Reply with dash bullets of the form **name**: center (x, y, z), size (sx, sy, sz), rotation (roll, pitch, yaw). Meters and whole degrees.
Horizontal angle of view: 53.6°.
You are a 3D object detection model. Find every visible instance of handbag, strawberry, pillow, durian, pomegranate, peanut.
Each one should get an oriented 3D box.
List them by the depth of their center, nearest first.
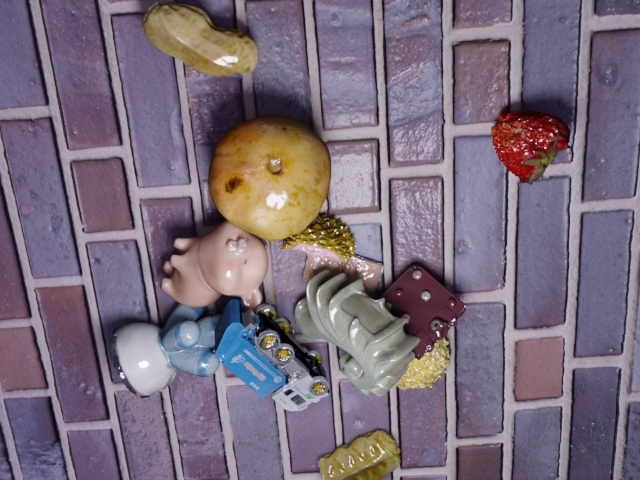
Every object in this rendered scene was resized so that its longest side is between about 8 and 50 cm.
- **peanut**: center (-0.307, -0.516, 1.635), size (0.305, 0.147, 0.147), rotation (28, 106, -8)
- **pomegranate**: center (-0.129, -0.154, 1.662), size (0.342, 0.342, 0.343), rotation (0, 107, 1)
- **strawberry**: center (0.550, -0.265, 1.687), size (0.184, 0.187, 0.201), rotation (-38, 68, -19)
- **handbag**: center (0.276, 0.201, 1.796), size (0.203, 0.074, 0.216), rotation (-44, 63, -6)
- **durian**: center (-0.001, -0.001, 1.798), size (0.182, 0.165, 0.132), rotation (30, 133, 22)
- **pillow**: center (0.064, 0.093, 1.867), size (0.232, 0.043, 0.126), rotation (16, 102, -1)

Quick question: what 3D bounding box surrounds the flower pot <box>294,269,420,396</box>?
- **flower pot**: center (0.087, 0.246, 1.758), size (0.367, 0.164, 0.254), rotation (42, 141, 22)

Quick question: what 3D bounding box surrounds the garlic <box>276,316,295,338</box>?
- **garlic**: center (-0.161, 0.335, 1.882), size (0.191, 0.160, 0.214), rotation (-17, 106, 6)

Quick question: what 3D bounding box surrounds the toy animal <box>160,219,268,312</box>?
- **toy animal**: center (-0.291, 0.080, 1.764), size (0.269, 0.237, 0.326), rotation (14, 146, -24)

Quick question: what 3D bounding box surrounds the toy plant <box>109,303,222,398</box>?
- **toy plant**: center (-0.410, 0.298, 1.849), size (0.332, 0.247, 0.247), rotation (-23, 105, 4)

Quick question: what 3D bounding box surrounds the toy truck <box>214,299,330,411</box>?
- **toy truck**: center (-0.132, 0.311, 1.713), size (0.175, 0.146, 0.367), rotation (-37, 116, 12)

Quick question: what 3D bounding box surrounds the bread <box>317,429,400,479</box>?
- **bread**: center (0.128, 0.707, 2.011), size (0.267, 0.130, 0.152), rotation (-31, 100, 9)

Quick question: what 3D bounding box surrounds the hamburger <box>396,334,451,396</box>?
- **hamburger**: center (0.269, 0.348, 1.889), size (0.243, 0.139, 0.262), rotation (10, 106, -3)
